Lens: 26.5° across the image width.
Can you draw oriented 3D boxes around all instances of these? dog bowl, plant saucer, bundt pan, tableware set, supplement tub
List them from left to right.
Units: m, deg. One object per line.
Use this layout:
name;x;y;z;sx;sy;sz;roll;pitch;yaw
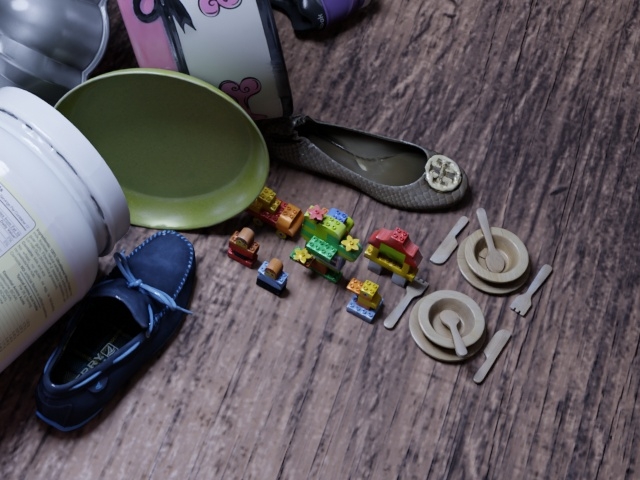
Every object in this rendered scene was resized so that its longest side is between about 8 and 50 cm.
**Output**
supplement tub;-0.370;0.023;1.339;0.235;0.235;0.325;37;63;16
bundt pan;-0.402;-0.258;1.492;0.331;0.124;0.331;0;88;18
plant saucer;-0.173;-0.103;1.461;0.241;0.241;0.037;8;49;-3
dog bowl;-0.160;-0.312;1.523;0.150;0.408;0.408;-18;60;-3
tableware set;0.171;0.052;1.527;0.128;0.039;0.194;31;58;12

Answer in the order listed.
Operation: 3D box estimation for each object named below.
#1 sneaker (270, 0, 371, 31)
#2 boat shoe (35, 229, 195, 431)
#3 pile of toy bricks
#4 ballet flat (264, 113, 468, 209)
sneaker;-0.069;-0.379;1.740;0.124;0.107;0.283;-37;68;-26
boat shoe;-0.201;0.084;1.420;0.109;0.089;0.258;22;56;6
pile of toy bricks;0.000;0.000;1.497;0.212;0.105;0.118;28;57;10
ballet flat;0.054;-0.099;1.600;0.250;0.058;0.084;18;56;4
